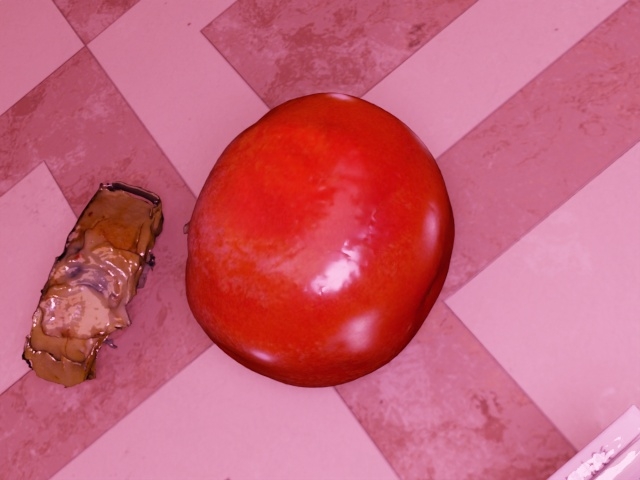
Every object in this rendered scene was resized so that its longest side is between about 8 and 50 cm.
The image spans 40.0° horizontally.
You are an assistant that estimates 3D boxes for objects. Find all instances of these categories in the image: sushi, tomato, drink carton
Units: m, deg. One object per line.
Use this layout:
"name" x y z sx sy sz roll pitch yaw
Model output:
"sushi" -0.290 0.061 1.193 0.139 0.131 0.290 17 62 7
"tomato" 0.000 0.000 0.996 0.290 0.293 0.325 23 69 18
"drink carton" 0.266 0.248 0.760 0.134 0.222 0.102 -39 54 1
